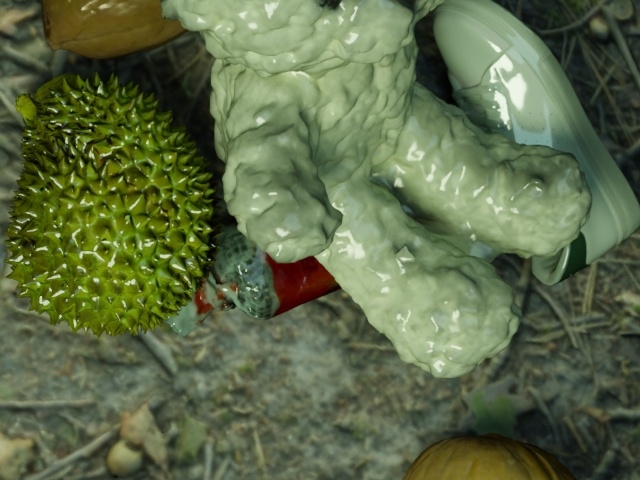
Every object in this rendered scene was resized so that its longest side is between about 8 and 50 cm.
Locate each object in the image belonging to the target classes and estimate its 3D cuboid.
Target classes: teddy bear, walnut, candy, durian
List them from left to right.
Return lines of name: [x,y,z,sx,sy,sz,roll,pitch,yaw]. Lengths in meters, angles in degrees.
durian: [-0.148,-0.027,1.138,0.159,0.146,0.198,2,86,-7]
walnut: [-0.117,-0.228,1.198,0.245,0.137,0.137,-40,100,-17]
candy: [0.000,0.001,1.254,0.292,0.059,0.086,-20,96,-22]
teddy bear: [0.050,-0.130,1.084,0.375,0.362,0.327,36,62,5]
walnut: [0.132,0.251,1.230,0.165,0.165,0.197,1,92,-22]

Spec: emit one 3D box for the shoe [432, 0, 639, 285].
shoe: [0.162,-0.081,1.311,0.110,0.095,0.265,-44,104,-19]
